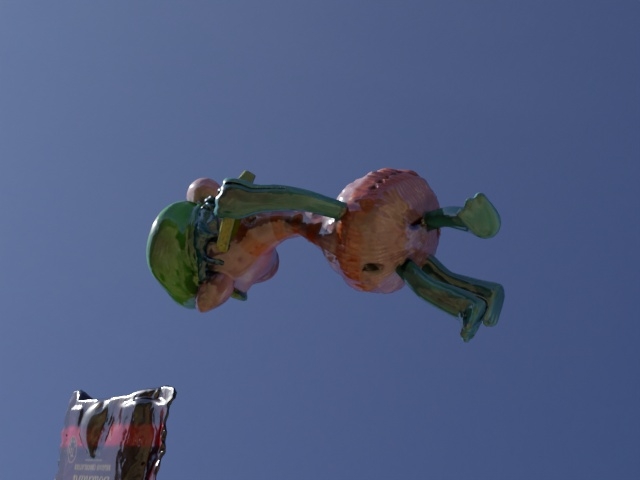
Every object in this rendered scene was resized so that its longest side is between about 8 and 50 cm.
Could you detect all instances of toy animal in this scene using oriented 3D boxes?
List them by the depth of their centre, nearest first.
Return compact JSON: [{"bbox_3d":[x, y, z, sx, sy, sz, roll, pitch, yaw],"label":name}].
[{"bbox_3d":[0.000,0.000,0.797,0.208,0.103,0.100,8,-108,29],"label":"toy animal"}]

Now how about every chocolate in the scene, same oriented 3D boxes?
[{"bbox_3d":[-0.137,0.133,0.941,0.182,0.028,0.086,-7,-108,58],"label":"chocolate"}]
